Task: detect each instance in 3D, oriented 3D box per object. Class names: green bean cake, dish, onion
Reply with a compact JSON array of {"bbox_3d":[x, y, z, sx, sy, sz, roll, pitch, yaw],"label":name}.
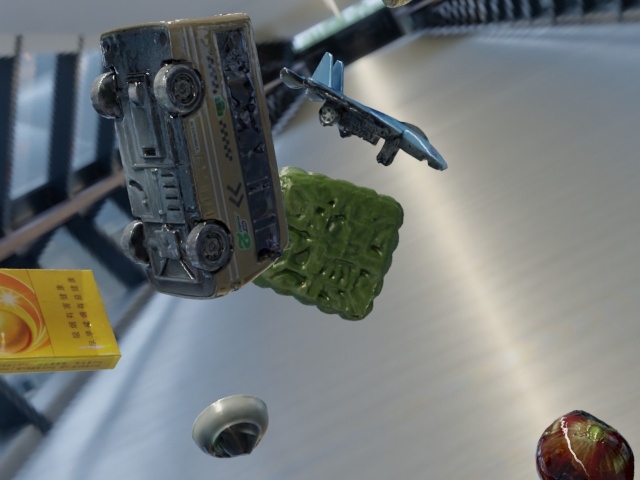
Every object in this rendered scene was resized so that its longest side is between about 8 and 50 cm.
[{"bbox_3d":[0.000,0.000,1.944,0.125,0.248,0.222,-139,68,-83],"label":"green bean cake"},{"bbox_3d":[-0.144,0.341,1.983,0.141,0.141,0.078,-28,46,-2],"label":"dish"},{"bbox_3d":[0.307,0.263,1.351,0.117,0.119,0.118,13,29,28],"label":"onion"}]

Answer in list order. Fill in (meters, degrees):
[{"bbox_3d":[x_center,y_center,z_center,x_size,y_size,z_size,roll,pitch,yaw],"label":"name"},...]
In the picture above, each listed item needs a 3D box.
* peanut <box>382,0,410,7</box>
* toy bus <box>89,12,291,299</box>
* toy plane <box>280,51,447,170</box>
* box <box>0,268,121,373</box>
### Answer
[{"bbox_3d":[0.146,-0.458,1.765,0.098,0.090,0.214,41,111,60],"label":"peanut"},{"bbox_3d":[-0.129,-0.091,1.224,0.157,0.290,0.139,-21,15,-42],"label":"toy bus"},{"bbox_3d":[0.062,-0.151,1.500,0.078,0.246,0.169,-50,-22,8],"label":"toy plane"},{"bbox_3d":[-0.401,0.102,1.475,0.269,0.152,0.043,2,-44,-36],"label":"box"}]
